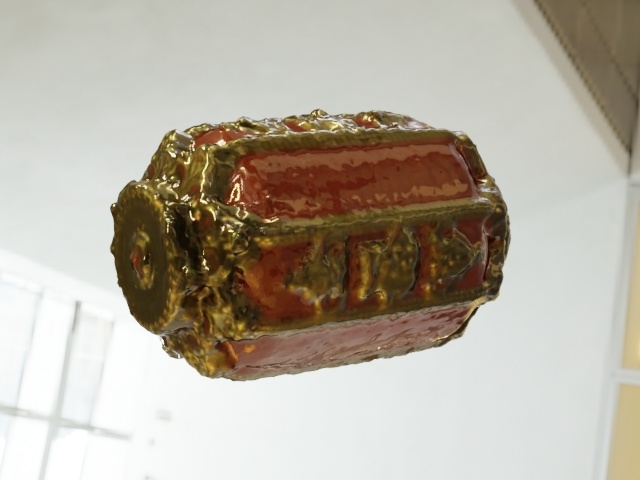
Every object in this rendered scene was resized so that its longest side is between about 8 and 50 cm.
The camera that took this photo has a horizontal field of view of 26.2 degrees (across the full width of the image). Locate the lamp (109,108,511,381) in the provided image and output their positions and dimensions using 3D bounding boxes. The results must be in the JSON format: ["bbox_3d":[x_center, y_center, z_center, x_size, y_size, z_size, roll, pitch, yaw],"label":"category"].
[{"bbox_3d":[0.000,0.000,0.927,0.274,0.177,0.177,-5,-79,-34],"label":"lamp"}]
